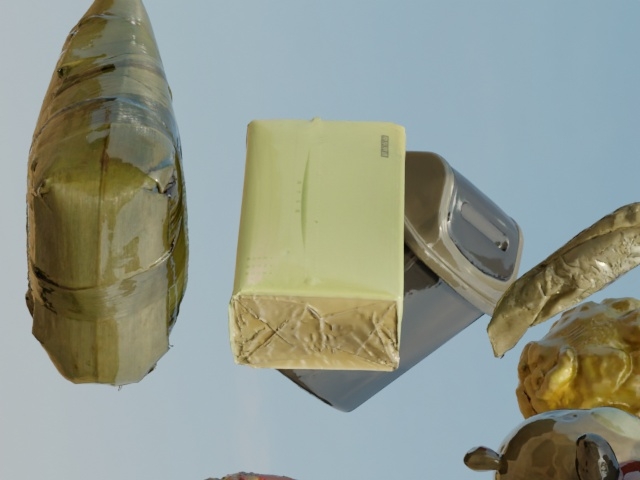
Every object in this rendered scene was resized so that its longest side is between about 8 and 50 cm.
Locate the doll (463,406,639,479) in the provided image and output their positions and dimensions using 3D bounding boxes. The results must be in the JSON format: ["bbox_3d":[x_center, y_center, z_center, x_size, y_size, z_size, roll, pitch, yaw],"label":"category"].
[{"bbox_3d":[0.308,0.263,1.714,0.330,0.235,0.174,17,-86,58],"label":"doll"}]

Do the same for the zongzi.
[{"bbox_3d":[-0.167,-0.045,1.374,0.274,0.125,0.250,-96,-169,-48],"label":"zongzi"}]

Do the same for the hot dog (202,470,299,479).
[{"bbox_3d":[-0.098,0.355,2.060,0.150,0.257,0.153,157,-78,-80],"label":"hot dog"}]

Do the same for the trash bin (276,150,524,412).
[{"bbox_3d":[0.071,0.041,1.925,0.209,0.290,0.182,36,18,-47],"label":"trash bin"}]

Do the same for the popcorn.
[{"bbox_3d":[0.371,0.180,2.237,0.190,0.250,0.250,51,-15,-13],"label":"popcorn"}]

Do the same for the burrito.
[{"bbox_3d":[0.239,0.026,1.581,0.229,0.063,0.058,-40,-116,27],"label":"burrito"}]

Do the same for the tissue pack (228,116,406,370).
[{"bbox_3d":[0.000,0.000,1.659,0.125,0.159,0.234,92,1,-48],"label":"tissue pack"}]
